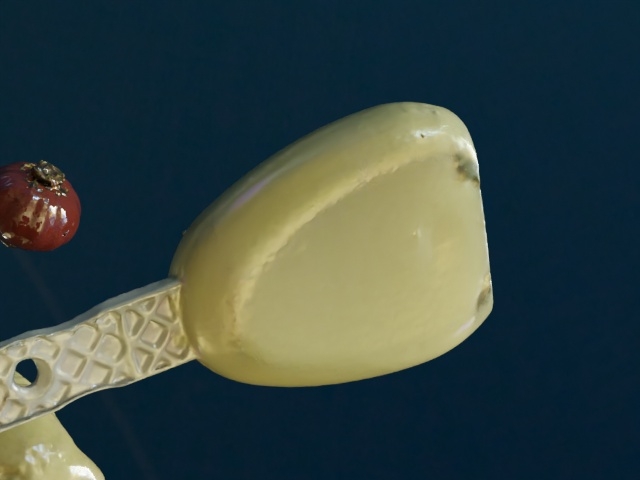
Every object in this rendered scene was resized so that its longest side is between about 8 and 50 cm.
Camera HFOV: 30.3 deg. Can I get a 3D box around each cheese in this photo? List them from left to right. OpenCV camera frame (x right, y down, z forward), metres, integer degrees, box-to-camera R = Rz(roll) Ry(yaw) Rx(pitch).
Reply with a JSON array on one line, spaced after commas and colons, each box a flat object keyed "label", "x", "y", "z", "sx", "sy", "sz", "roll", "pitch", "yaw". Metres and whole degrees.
[{"label": "cheese", "x": -0.266, "y": 0.208, "z": 0.998, "sx": 0.117, "sy": 0.214, "sz": 0.226, "roll": -19, "pitch": -53, "yaw": -35}, {"label": "cheese", "x": -0.039, "y": 0.026, "z": 0.519, "sx": 0.251, "sy": 0.054, "sz": 0.127, "roll": -21, "pitch": -64, "yaw": -22}]

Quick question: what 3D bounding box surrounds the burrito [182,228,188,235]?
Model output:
[{"label": "burrito", "x": -0.002, "y": -0.004, "z": 1.290, "sx": 0.299, "sy": 0.105, "sz": 0.143, "roll": -24, "pitch": -66, "yaw": 7}]

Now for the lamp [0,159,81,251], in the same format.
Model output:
[{"label": "lamp", "x": -0.283, "y": -0.034, "z": 1.155, "sx": 0.101, "sy": 0.101, "sz": 0.090, "roll": 28, "pitch": -65, "yaw": -23}]
